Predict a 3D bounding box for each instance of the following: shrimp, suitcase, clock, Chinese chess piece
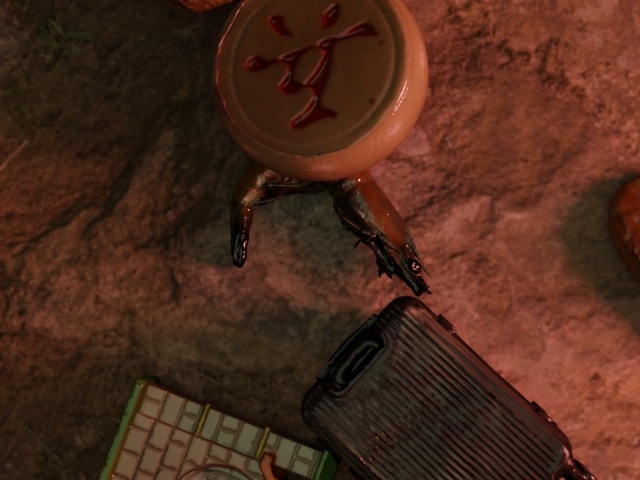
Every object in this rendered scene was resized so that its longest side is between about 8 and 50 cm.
[{"bbox_3d":[0.423,0.025,1.889,0.133,0.053,0.236,-30,81,-16],"label":"shrimp"},{"bbox_3d":[0.138,0.222,1.860,0.312,0.128,0.202,42,92,2],"label":"suitcase"},{"bbox_3d":[-0.125,0.301,1.897,0.255,0.106,0.220,20,90,6],"label":"clock"},{"bbox_3d":[0.000,-0.189,1.886,0.250,0.103,0.249,-3,75,12],"label":"Chinese chess piece"},{"bbox_3d":[0.000,0.000,1.932,0.198,0.051,0.262,-40,81,10],"label":"shrimp"}]

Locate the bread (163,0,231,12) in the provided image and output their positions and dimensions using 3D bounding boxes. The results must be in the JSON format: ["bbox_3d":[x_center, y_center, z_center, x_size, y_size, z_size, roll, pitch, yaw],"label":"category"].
[{"bbox_3d":[-0.129,-0.363,1.853,0.246,0.176,0.195,-27,120,23],"label":"bread"}]
